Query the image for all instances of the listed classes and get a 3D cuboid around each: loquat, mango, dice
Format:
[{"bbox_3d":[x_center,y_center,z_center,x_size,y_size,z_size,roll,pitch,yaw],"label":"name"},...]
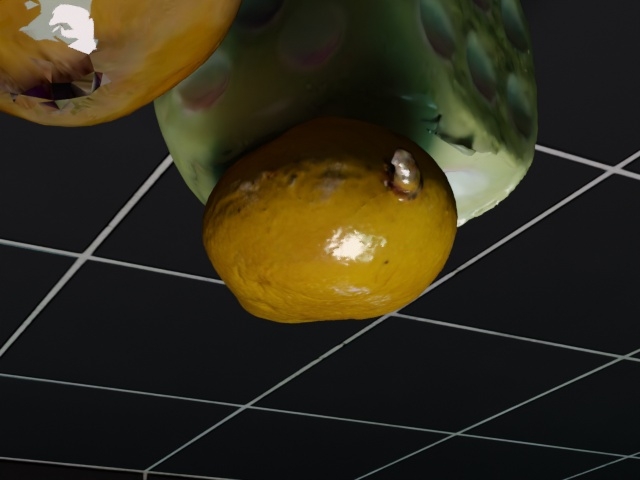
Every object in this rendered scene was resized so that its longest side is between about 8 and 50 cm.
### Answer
[{"bbox_3d":[-0.179,-0.213,0.795,0.263,0.263,0.263,-2,154,-1],"label":"loquat"},{"bbox_3d":[0.000,0.000,0.823,0.176,0.119,0.317,5,159,-12],"label":"mango"},{"bbox_3d":[0.024,-0.144,0.952,0.249,0.254,0.252,-17,151,32],"label":"dice"}]
